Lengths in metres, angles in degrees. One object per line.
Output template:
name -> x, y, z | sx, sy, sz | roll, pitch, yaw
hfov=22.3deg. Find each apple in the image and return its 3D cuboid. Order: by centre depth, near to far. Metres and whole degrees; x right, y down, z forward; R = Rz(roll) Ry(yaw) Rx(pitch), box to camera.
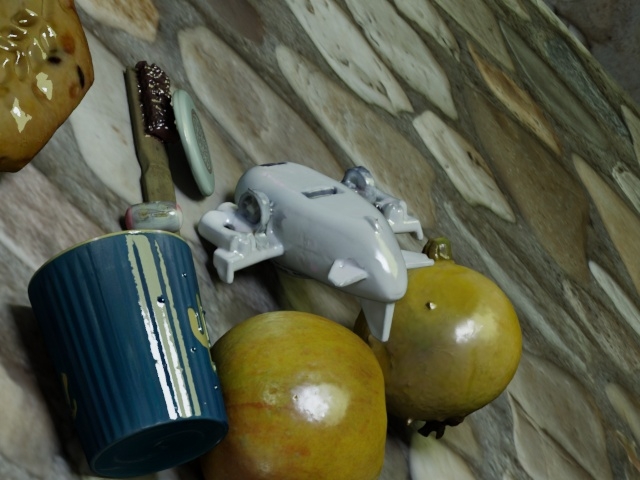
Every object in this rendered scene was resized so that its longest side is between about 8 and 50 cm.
apple -> -0.021, 0.144, 1.321 | 0.155, 0.182, 0.182 | 4, 45, -18

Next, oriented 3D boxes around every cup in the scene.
cup -> -0.139, 0.097, 1.256 | 0.176, 0.131, 0.155 | 65, 6, -65

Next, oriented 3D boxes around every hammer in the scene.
hammer -> -0.146, 0.005, 1.458 | 0.031, 0.053, 0.083 | 117, -35, -73

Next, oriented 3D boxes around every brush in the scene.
brush -> -0.155, -0.084, 1.562 | 0.043, 0.036, 0.248 | 24, 37, -33

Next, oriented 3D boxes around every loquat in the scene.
loquat -> 0.118, 0.096, 1.649 | 0.149, 0.172, 0.204 | 32, 55, -63

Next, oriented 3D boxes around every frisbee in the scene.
frisbee -> -0.124, -0.097, 1.605 | 0.110, 0.014, 0.110 | -16, 90, -87

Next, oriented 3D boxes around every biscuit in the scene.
biscuit -> -0.330, -0.217, 1.326 | 0.359, 0.046, 0.359 | 33, 40, -33

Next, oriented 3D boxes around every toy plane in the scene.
toy plane -> 0.000, 0.000, 1.593 | 0.245, 0.117, 0.244 | 5, 25, -2
